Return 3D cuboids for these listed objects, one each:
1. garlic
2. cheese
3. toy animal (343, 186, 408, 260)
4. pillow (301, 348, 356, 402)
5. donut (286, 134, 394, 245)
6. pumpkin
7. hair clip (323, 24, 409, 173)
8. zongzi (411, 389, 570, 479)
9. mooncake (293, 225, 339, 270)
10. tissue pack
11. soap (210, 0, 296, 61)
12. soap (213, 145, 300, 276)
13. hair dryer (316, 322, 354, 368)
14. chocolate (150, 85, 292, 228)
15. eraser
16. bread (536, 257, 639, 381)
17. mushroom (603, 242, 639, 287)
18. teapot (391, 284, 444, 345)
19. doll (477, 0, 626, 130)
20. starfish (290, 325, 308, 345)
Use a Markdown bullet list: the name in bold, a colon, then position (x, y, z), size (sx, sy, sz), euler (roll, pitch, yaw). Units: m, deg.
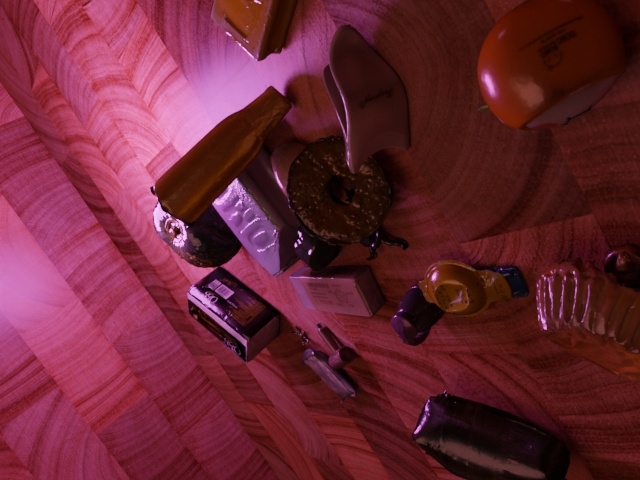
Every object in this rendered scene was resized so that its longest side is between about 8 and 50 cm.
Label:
- **garlic**: position (-0.050, -0.180, 1.477), size (0.245, 0.145, 0.164), euler (49, 177, 7)
- **cheese**: position (0.365, 0.117, 1.300), size (0.270, 0.069, 0.177), euler (-12, 114, 42)
- **toy animal**: position (0.138, -0.047, 1.422), size (0.148, 0.084, 0.233), euler (20, 137, 54)
- **pillow**: position (0.034, 0.518, 2.072), size (0.255, 0.059, 0.169), euler (44, 146, 9)
- **donut**: position (0.055, -0.120, 1.324), size (0.271, 0.107, 0.273), euler (1, 93, 18)
- **pumpkin**: position (-0.431, -0.048, 1.908), size (0.328, 0.257, 0.291), euler (53, 133, 5)
- **hair clip**: position (0.094, -0.312, 1.153), size (0.282, 0.172, 0.113), euler (64, 154, 2)
- **zongzi**: position (0.510, 0.631, 1.543), size (0.402, 0.208, 0.432), euler (10, 147, 32)
- **mooncake**: position (0.000, 0.000, 1.578), size (0.104, 0.168, 0.175), euler (42, 114, 31)
- **tissue pack**: position (-0.364, 0.295, 2.196), size (0.369, 0.210, 0.198), euler (35, 146, 24)
- **soap**: position (-0.144, -0.594, 1.217), size (0.199, 0.091, 0.315), euler (44, 146, 8)
- **soap**: position (-0.197, -0.116, 1.664), size (0.446, 0.156, 0.261), euler (53, 146, -3)
- **hair dryer**: position (0.041, 0.379, 1.941), size (0.182, 0.064, 0.117), euler (55, 148, 9)
- **chocolate**: position (-0.253, -0.233, 1.450), size (0.445, 0.162, 0.162), euler (-41, 88, 12)
- **eraser**: position (0.045, 0.158, 1.705), size (0.343, 0.078, 0.144), euler (-2, 119, 51)
- **bread**: position (0.535, 0.154, 1.021), size (0.274, 0.149, 0.274), euler (33, 165, 10)
- **mushroom**: position (0.570, 0.041, 0.977), size (0.088, 0.073, 0.129), euler (45, -176, 34)
- **teapot**: position (0.253, 0.209, 1.446), size (0.116, 0.146, 0.148), euler (38, 144, 19)
- **doll**: position (0.360, -0.275, 0.861), size (0.213, 0.213, 0.236), euler (44, -172, 10)
- **starfish**: position (-0.082, 0.371, 2.095), size (0.078, 0.028, 0.091), euler (-10, 111, 46)
